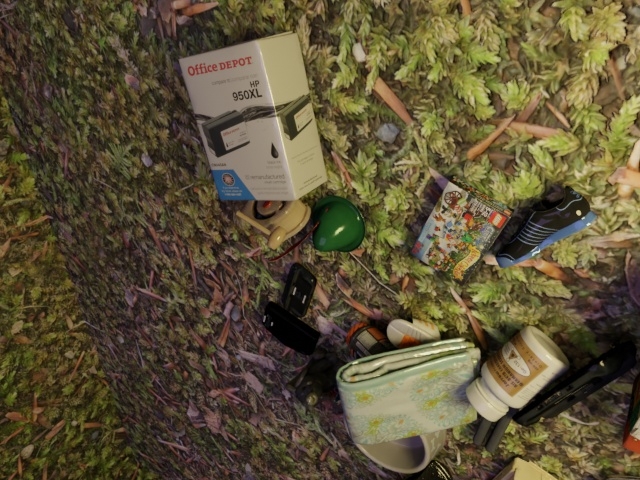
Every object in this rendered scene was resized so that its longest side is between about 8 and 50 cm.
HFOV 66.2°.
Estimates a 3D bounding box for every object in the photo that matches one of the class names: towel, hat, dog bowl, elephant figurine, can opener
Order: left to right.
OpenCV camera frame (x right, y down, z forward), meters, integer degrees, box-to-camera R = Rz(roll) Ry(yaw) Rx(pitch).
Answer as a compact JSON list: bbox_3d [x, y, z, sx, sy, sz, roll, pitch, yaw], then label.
[{"bbox_3d":[-0.032,0.483,1.620,0.169,0.239,0.186,17,125,28],"label":"elephant figurine"},{"bbox_3d":[0.000,0.000,1.348,0.173,0.183,0.209,39,132,11],"label":"hat"},{"bbox_3d":[0.228,0.603,1.597,0.348,0.102,0.349,18,126,27],"label":"dog bowl"},{"bbox_3d":[0.244,0.423,1.329,0.374,0.090,0.321,-12,126,1],"label":"towel"},{"bbox_3d":[0.482,0.480,1.335,0.076,0.095,0.284,25,122,24],"label":"can opener"}]

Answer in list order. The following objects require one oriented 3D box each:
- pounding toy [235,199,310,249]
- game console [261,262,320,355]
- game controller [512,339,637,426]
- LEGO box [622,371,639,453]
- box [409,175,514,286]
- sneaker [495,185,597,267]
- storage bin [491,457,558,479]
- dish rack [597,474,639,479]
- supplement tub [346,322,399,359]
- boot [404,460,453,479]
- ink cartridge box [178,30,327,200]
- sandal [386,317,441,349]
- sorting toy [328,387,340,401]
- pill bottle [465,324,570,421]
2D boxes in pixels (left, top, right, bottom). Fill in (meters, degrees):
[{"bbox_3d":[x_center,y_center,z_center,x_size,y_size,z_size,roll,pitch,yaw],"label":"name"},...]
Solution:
[{"bbox_3d":[-0.138,-0.090,1.363,0.155,0.154,0.269,44,179,-38],"label":"pounding toy"},{"bbox_3d":[-0.079,0.233,1.646,0.213,0.044,0.361,31,131,16],"label":"game console"},{"bbox_3d":[0.579,0.335,1.135,0.319,0.166,0.067,-62,41,41],"label":"game controller"},{"bbox_3d":[0.856,0.301,0.837,0.500,0.193,0.373,17,138,28],"label":"LEGO box"},{"bbox_3d":[0.334,-0.019,1.185,0.159,0.044,0.233,34,131,16],"label":"box"},{"bbox_3d":[0.466,-0.027,1.064,0.232,0.081,0.090,-39,87,37],"label":"sneaker"},{"bbox_3d":[0.612,0.797,1.411,0.260,0.123,0.262,32,131,17],"label":"storage bin"},{"bbox_3d":[0.828,0.691,1.226,0.208,0.074,0.272,-16,103,40],"label":"dish rack"},{"bbox_3d":[0.163,0.329,1.436,0.190,0.117,0.117,40,140,50],"label":"supplement tub"},{"bbox_3d":[0.256,0.865,1.574,0.131,0.347,0.260,57,133,23],"label":"boot"},{"bbox_3d":[-0.173,-0.316,1.301,0.285,0.166,0.395,3,117,35],"label":"ink cartridge box"},{"bbox_3d":[0.306,0.280,1.372,0.265,0.076,0.102,27,130,-6],"label":"sandal"},{"bbox_3d":[0.050,0.537,1.729,0.061,0.042,0.102,49,133,2],"label":"sorting toy"},{"bbox_3d":[0.467,0.326,1.186,0.131,0.131,0.229,42,112,9],"label":"pill bottle"}]
